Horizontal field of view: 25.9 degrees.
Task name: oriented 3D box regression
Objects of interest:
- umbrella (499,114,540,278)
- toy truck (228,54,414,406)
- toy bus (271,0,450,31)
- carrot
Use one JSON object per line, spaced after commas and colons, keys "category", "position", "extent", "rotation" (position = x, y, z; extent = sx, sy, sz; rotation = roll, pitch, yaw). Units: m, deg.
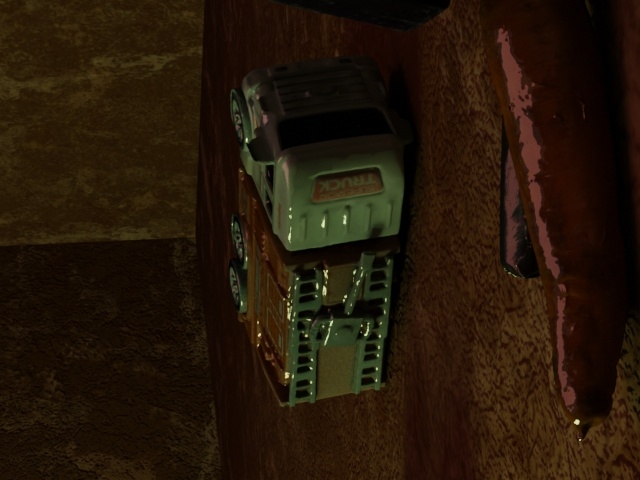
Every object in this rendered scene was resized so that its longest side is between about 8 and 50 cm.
{"category": "umbrella", "position": [0.118, -0.043, 0.786], "extent": [0.036, 0.031, 0.133], "rotation": [9, 102, 53]}
{"category": "toy truck", "position": [0.000, 0.000, 1.206], "extent": [0.305, 0.136, 0.162], "rotation": [93, 162, -45]}
{"category": "toy bus", "position": [0.008, -0.356, 0.670], "extent": [0.249, 0.209, 0.440], "rotation": [-27, 63, 49]}
{"category": "carrot", "position": [0.122, -0.026, 0.695], "extent": [0.059, 0.059, 0.247], "rotation": [132, 130, -77]}
